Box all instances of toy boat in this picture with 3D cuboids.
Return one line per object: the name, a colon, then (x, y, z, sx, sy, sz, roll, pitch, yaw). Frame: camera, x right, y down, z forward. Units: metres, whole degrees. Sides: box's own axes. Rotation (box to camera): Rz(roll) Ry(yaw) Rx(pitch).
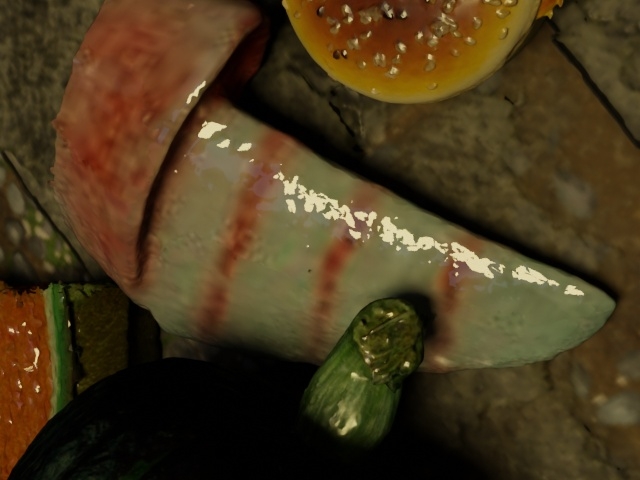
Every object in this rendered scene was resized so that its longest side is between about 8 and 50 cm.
toy boat: (0.000, 0.000, 0.568, 0.282, 0.096, 0.206, 25, 125, 10)

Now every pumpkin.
pumpkin: (-0.016, 0.136, 0.531, 0.248, 0.248, 0.248, 11, 111, 30)

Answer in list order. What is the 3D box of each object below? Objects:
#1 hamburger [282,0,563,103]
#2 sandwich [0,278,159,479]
hamburger: (0.045, -0.124, 0.479, 0.141, 0.081, 0.126, -21, 92, 29)
sandwich: (-0.175, 0.112, 0.715, 0.159, 0.079, 0.235, 23, 114, 37)
